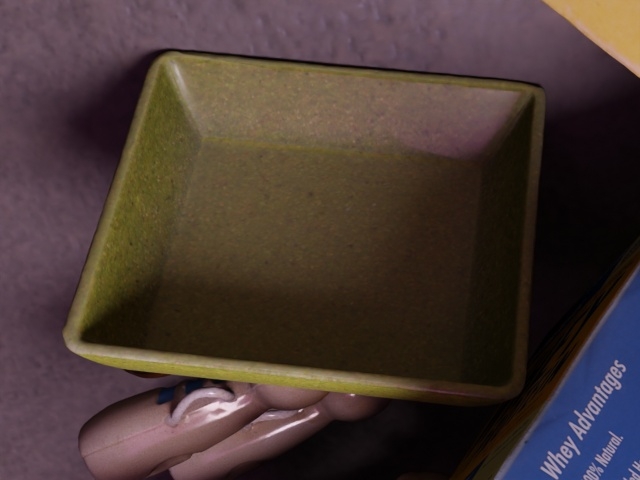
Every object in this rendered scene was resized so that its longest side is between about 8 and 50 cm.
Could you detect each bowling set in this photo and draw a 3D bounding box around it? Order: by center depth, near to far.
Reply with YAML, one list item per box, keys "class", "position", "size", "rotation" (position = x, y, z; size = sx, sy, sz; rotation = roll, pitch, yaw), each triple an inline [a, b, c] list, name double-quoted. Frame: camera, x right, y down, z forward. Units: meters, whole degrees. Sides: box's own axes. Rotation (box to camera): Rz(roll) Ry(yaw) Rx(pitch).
- class: "bowling set"
  position: [-0.021, 0.088, 0.787]
  size: [0.154, 0.287, 0.200]
  rotation: [-24, 79, 14]

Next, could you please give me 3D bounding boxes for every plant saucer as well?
- class: "plant saucer"
  position: [0.000, 0.000, 0.735]
  size: [0.188, 0.188, 0.045]
  rotation: [6, 137, 6]

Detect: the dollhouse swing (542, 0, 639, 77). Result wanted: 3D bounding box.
- class: "dollhouse swing"
  position: [0.270, -0.177, 0.660]
  size: [0.315, 0.305, 0.347]
  rotation: [1, 129, -41]

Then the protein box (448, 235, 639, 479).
- class: "protein box"
  position: [0.160, 0.123, 0.660]
  size: [0.201, 0.200, 0.136]
  rotation: [38, 140, 4]
